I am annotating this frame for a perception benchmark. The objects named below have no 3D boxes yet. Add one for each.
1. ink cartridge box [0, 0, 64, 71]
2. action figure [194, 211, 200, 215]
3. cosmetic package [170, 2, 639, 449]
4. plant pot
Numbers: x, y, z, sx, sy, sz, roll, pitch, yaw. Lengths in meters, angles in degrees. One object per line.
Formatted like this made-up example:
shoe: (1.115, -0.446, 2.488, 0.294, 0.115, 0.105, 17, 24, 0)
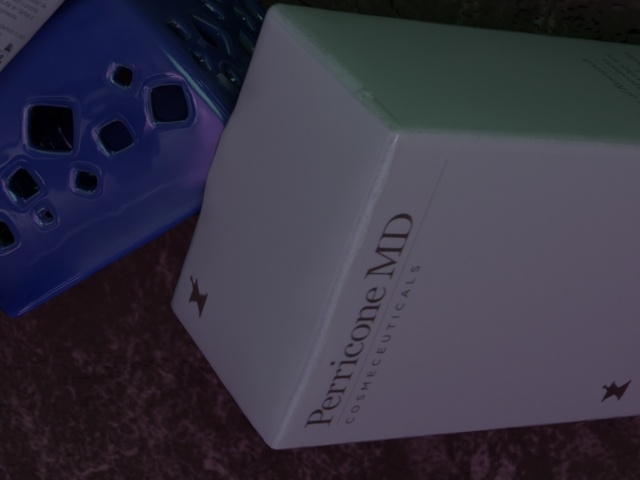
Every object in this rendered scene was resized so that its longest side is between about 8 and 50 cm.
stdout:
ink cartridge box: (-0.233, -0.295, 0.939, 0.330, 0.071, 0.324, -44, 66, 9)
action figure: (0.000, 0.000, 1.169, 0.232, 0.137, 0.063, 19, 94, 5)
cosmetic package: (0.153, -0.008, 0.988, 0.453, 0.161, 0.230, 0, 124, -34)
plant pot: (-0.167, -0.119, 1.052, 0.236, 0.236, 0.212, -30, 105, 19)
